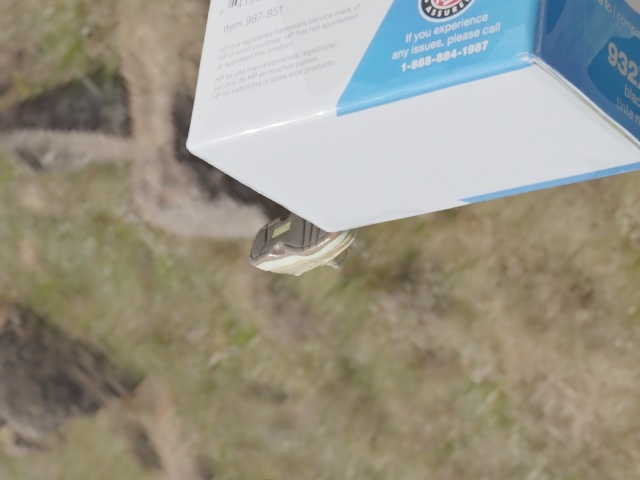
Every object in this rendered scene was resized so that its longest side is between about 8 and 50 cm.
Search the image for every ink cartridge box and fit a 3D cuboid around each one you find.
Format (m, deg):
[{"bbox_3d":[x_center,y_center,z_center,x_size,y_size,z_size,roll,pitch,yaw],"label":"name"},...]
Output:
[{"bbox_3d":[0.068,-0.181,0.999,0.223,0.307,0.129,-12,150,38],"label":"ink cartridge box"}]

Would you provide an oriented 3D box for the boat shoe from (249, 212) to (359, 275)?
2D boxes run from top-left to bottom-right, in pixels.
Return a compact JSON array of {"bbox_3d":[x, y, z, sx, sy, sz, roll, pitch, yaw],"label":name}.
[{"bbox_3d":[0.000,0.000,1.895,0.072,0.068,0.190,26,162,-22],"label":"boat shoe"}]

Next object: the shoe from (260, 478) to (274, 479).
[{"bbox_3d":[-0.015,0.180,0.848,0.058,0.076,0.219,31,153,24],"label":"shoe"}]
